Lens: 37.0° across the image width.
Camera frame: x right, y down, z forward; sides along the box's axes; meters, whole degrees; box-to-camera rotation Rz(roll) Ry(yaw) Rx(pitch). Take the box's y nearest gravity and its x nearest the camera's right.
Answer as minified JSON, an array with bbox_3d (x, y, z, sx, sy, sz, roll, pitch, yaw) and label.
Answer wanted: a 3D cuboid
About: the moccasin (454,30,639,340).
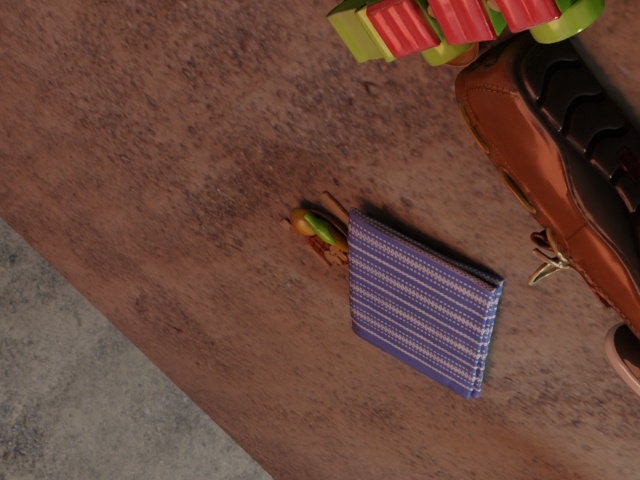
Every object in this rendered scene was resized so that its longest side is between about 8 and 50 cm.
[{"bbox_3d":[0.265,-0.025,0.942,0.380,0.139,0.147,46,156,-11],"label":"moccasin"}]

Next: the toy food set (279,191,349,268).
[{"bbox_3d":[0.000,0.000,1.481,0.132,0.038,0.192,45,155,-7],"label":"toy food set"}]

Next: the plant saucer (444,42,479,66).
[{"bbox_3d":[0.129,-0.214,0.974,0.083,0.015,0.083,32,154,18],"label":"plant saucer"}]

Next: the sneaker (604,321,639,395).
[{"bbox_3d":[0.454,0.146,1.004,0.296,0.104,0.147,29,152,11],"label":"sneaker"}]

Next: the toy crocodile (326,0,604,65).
[{"bbox_3d":[0.129,-0.215,0.845,0.340,0.105,0.115,-2,131,48],"label":"toy crocodile"}]

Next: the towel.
[{"bbox_3d":[0.148,0.101,1.430,0.243,0.040,0.336,28,150,21],"label":"towel"}]
